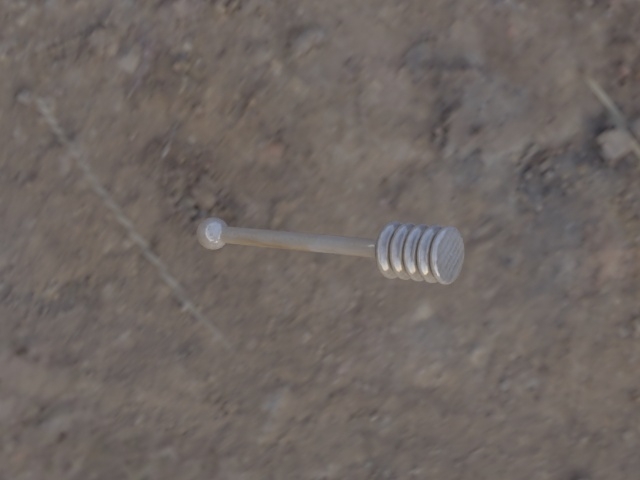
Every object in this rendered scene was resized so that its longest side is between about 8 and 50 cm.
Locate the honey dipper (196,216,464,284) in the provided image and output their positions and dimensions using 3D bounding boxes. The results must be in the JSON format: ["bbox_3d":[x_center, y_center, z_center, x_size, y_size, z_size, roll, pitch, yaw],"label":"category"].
[{"bbox_3d":[0.000,0.000,0.951,0.030,0.160,0.030,-14,107,-54],"label":"honey dipper"}]
